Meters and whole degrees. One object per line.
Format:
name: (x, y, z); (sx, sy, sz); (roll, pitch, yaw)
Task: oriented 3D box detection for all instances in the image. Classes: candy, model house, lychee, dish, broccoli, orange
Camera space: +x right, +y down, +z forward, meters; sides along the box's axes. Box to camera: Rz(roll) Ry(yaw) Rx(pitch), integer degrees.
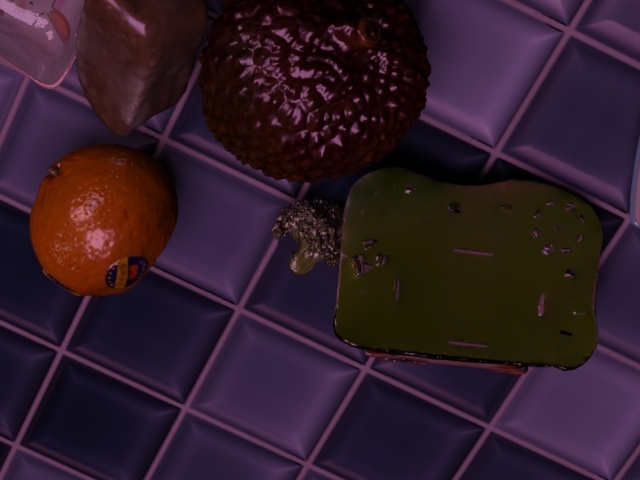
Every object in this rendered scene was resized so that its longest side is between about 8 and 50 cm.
candy: (-0.188, -0.203, 1.966); (0.102, 0.104, 0.234); (50, 155, 9)
model house: (0.149, 0.042, 2.096); (0.294, 0.154, 0.207); (7, 78, -11)
lychee: (-0.014, -0.168, 1.939); (0.236, 0.236, 0.271); (36, 143, -12)
dish: (-0.336, -0.278, 2.012); (0.212, 0.077, 0.151); (28, 119, -7)
broccoli: (0.000, 0.000, 2.123); (0.092, 0.097, 0.095); (-47, 73, 23)
orange: (-0.241, -0.023, 2.088); (0.155, 0.177, 0.177); (34, 121, 4)

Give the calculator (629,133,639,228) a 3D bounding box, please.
calculator: (0.470, -0.135, 1.930); (0.256, 0.054, 0.386); (27, 129, 14)
